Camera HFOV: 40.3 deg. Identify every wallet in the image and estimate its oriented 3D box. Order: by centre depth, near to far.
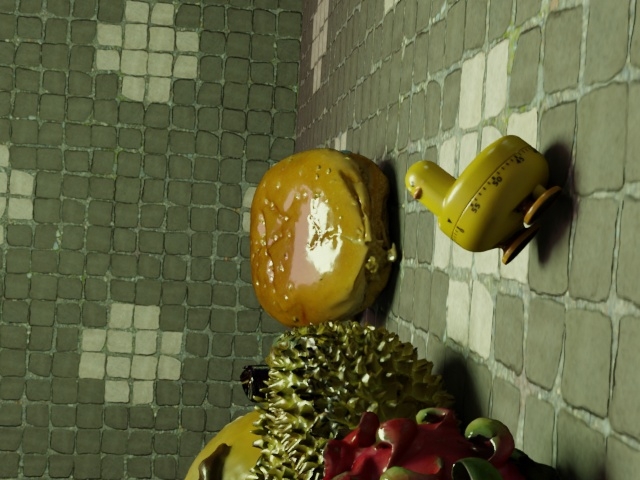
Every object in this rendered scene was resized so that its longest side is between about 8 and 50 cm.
[{"bbox_3d":[-0.011,0.222,1.357,0.262,0.221,0.071,143,125,-79],"label":"wallet"}]

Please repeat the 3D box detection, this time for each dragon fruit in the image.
[{"bbox_3d":[0.092,0.262,0.647,0.218,0.198,0.272,47,-139,-64],"label":"dragon fruit"}]

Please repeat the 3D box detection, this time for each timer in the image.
[{"bbox_3d":[0.138,-0.044,0.745,0.109,0.107,0.107,42,149,19],"label":"timer"}]

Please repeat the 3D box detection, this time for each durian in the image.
[{"bbox_3d":[0.045,0.221,0.954,0.293,0.258,0.258,-115,27,-53],"label":"durian"}]

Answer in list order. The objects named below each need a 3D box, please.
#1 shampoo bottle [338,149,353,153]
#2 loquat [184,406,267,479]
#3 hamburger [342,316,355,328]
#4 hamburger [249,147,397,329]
[{"bbox_3d":[0.048,-0.057,1.608,0.258,0.061,0.103,-96,15,-52],"label":"shampoo bottle"},{"bbox_3d":[-0.056,0.375,1.166,0.359,0.329,0.328,28,-126,-48],"label":"loquat"},{"bbox_3d":[0.021,0.068,1.636,0.155,0.135,0.207,-43,28,57],"label":"hamburger"},{"bbox_3d":[0.000,0.000,1.403,0.314,0.170,0.289,-23,71,53],"label":"hamburger"}]
